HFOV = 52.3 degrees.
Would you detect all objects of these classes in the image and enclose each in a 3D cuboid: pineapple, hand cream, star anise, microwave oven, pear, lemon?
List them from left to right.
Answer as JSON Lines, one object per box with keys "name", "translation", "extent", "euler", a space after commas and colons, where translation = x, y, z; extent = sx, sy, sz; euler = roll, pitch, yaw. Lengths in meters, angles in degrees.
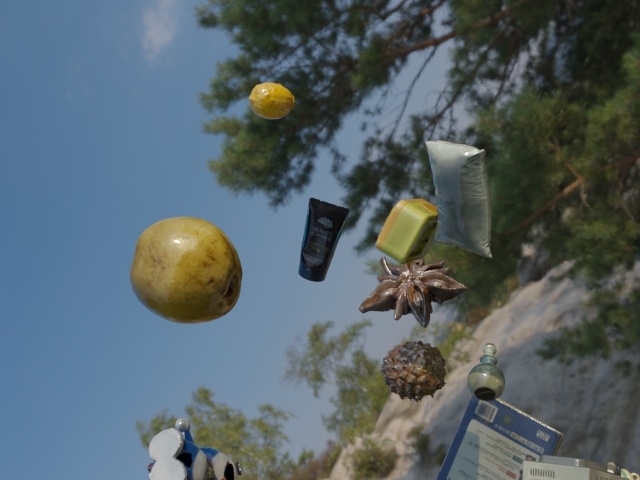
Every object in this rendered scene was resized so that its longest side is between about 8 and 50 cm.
{"name": "pear", "translation": [-0.371, 0.082, 1.818], "extent": [0.314, 0.314, 0.314], "euler": [-60, -15, -27]}
{"name": "lemon", "translation": [-0.150, -0.433, 2.028], "extent": [0.155, 0.114, 0.114], "euler": [1, -59, -28]}
{"name": "hand cream", "translation": [0.000, 0.000, 1.921], "extent": [0.061, 0.120, 0.271], "euler": [-64, -10, -57]}
{"name": "pineapple", "translation": [0.242, 0.357, 1.783], "extent": [0.166, 0.193, 0.166], "euler": [12, -107, -43]}
{"name": "star anise", "translation": [0.271, 0.140, 1.930], "extent": [0.292, 0.349, 0.109], "euler": [-39, -56, -40]}
{"name": "microwave oven", "translation": [0.508, 0.531, 1.299], "extent": [0.240, 0.145, 0.194], "euler": [27, -119, -43]}

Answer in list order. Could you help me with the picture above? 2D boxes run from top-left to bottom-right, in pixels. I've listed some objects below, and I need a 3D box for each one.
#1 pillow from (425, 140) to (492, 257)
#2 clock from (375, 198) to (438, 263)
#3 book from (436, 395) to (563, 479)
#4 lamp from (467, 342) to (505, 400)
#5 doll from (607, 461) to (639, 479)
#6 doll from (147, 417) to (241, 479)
{"name": "pillow", "translation": [0.295, -0.088, 1.393], "extent": [0.078, 0.144, 0.254], "euler": [-37, -54, -43]}
{"name": "clock", "translation": [0.227, -0.026, 1.617], "extent": [0.202, 0.096, 0.143], "euler": [-8, -55, -63]}
{"name": "book", "translation": [0.526, 0.715, 2.010], "extent": [0.039, 0.300, 0.428], "euler": [18, -84, -53]}
{"name": "lamp", "translation": [0.415, 0.319, 1.624], "extent": [0.163, 0.090, 0.091], "euler": [-68, -8, -47]}
{"name": "doll", "translation": [0.799, 0.748, 1.958], "extent": [0.208, 0.271, 0.144], "euler": [-63, -22, -23]}
{"name": "doll", "translation": [-0.259, 0.486, 1.347], "extent": [0.257, 0.161, 0.215], "euler": [70, -166, -53]}
